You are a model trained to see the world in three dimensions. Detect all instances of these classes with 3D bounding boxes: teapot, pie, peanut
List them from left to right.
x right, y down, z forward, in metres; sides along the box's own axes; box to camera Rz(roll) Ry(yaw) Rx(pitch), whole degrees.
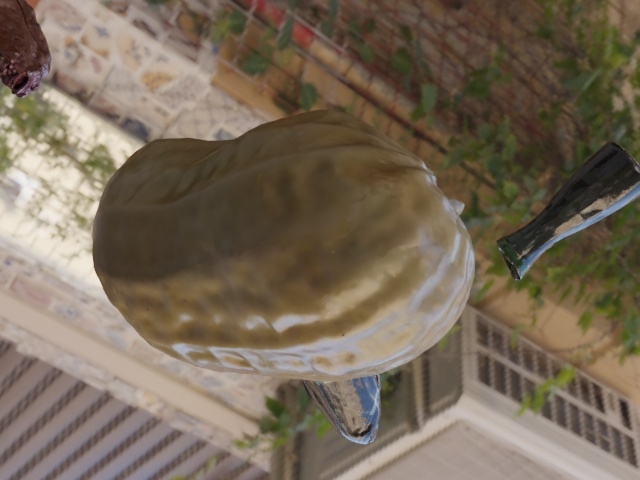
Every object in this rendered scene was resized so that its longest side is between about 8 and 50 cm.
[{"bbox_3d":[-0.364,-0.238,1.065,0.054,0.204,0.219,-31,177,21],"label":"pie"},{"bbox_3d":[-0.046,0.002,0.694,0.340,0.158,0.174,-4,-107,41],"label":"peanut"},{"bbox_3d":[0.168,-0.018,0.719,0.111,0.043,0.043,-40,-156,5],"label":"teapot"}]

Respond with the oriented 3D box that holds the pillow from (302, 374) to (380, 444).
[{"bbox_3d":[-0.003,0.133,1.422,0.092,0.335,0.161,-33,-148,-13],"label":"pillow"}]
